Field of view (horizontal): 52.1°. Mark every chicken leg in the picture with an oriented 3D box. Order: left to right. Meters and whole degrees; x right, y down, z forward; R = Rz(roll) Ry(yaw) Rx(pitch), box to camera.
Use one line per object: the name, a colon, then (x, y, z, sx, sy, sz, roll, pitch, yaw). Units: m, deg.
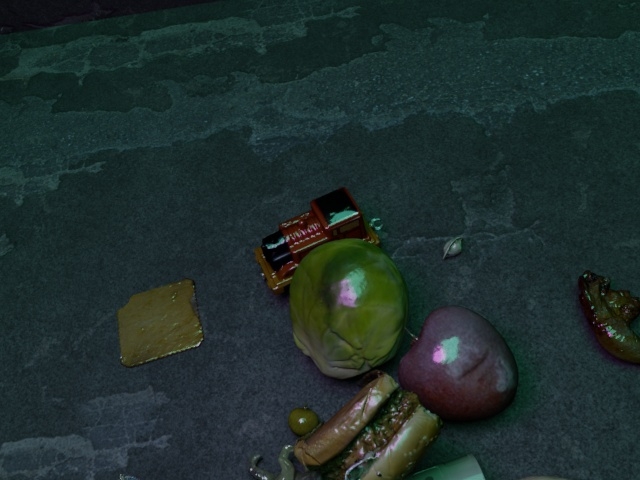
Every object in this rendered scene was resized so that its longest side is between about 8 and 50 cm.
chicken leg: (0.735, 0.204, 1.589, 0.178, 0.083, 0.322, -5, 51, -11)

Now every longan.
longan: (-0.040, 0.430, 1.578, 0.075, 0.075, 0.083, 7, 54, 15)

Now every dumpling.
dumpling: (0.364, 0.016, 1.796, 0.077, 0.059, 0.043, -22, 65, -1)

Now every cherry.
cherry: (0.320, 0.294, 1.518, 0.308, 0.221, 0.261, 32, 86, 3)

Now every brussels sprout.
brussels sprout: (0.076, 0.161, 1.617, 0.268, 0.344, 0.344, -12, 46, -40)

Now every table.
table: (0.243, 0.552, 1.405, 0.220, 0.126, 0.126, -18, 54, -3)

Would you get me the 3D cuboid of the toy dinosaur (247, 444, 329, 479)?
toy dinosaur: (-0.057, 0.556, 1.488, 0.294, 0.077, 0.162, -3, 48, 7)

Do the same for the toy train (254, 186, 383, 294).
toy train: (0.000, 0.000, 1.772, 0.369, 0.231, 0.163, -24, 52, -7)

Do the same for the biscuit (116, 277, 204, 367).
biscuit: (-0.453, 0.227, 1.832, 0.237, 0.013, 0.232, -17, 55, -2)

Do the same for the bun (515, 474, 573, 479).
bun: (0.430, 0.628, 1.254, 0.366, 0.219, 0.364, -1, 80, 5)

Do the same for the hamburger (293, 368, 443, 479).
hamburger: (0.093, 0.423, 1.402, 0.195, 0.318, 0.277, 45, 76, 5)

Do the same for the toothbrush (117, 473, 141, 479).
toothbrush: (-0.293, 0.627, 1.509, 0.414, 0.042, 0.035, 16, 60, 18)
